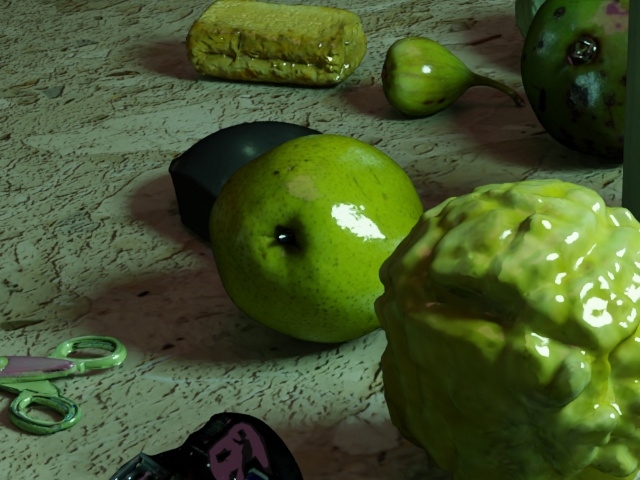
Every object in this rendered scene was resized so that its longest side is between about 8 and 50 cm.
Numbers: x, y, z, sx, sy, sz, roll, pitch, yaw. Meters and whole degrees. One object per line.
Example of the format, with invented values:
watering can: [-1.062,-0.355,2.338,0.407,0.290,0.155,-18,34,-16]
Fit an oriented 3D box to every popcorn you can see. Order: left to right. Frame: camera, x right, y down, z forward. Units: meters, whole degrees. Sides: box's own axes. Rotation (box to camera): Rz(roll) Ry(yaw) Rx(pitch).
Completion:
popcorn: [0.161,0.070,1.225,0.249,0.249,0.225,20,48,38]

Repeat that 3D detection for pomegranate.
pomegranate: [0.318,-0.179,1.811,0.202,0.202,0.248,13,3,29]

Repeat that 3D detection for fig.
fig: [0.143,-0.177,1.950,0.166,0.093,0.093,15,15,-31]

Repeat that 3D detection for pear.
pear: [-0.001,0.001,1.465,0.198,0.198,0.198,-3,26,1]

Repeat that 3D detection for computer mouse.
computer mouse: [-0.035,-0.050,1.670,0.168,0.087,0.295,-19,33,-29]

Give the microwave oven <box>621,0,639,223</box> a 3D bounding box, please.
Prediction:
microwave oven: [0.390,-0.095,1.412,0.218,0.355,0.286,-5,26,-3]

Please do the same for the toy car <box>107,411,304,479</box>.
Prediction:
toy car: [-0.053,0.232,1.069,0.193,0.118,0.301,-29,36,-26]

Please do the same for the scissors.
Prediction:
scissors: [-0.270,0.113,1.441,0.187,0.020,0.133,8,33,19]

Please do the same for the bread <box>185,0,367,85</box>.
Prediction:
bread: [-0.053,-0.238,2.059,0.211,0.083,0.114,7,33,19]

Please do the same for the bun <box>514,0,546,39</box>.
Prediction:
bun: [0.325,-0.263,2.030,0.195,0.118,0.195,2,30,-1]
